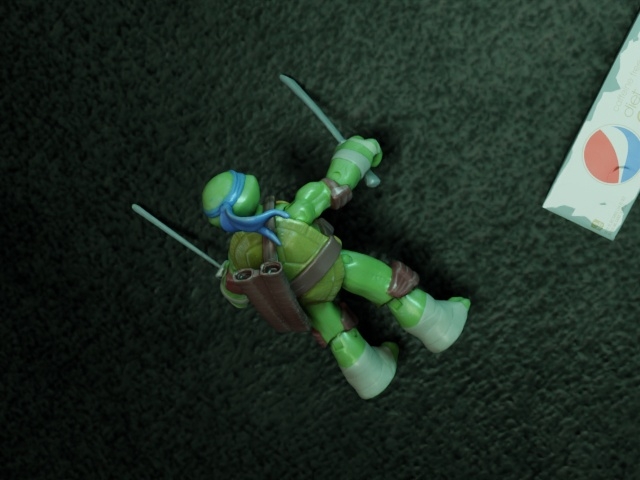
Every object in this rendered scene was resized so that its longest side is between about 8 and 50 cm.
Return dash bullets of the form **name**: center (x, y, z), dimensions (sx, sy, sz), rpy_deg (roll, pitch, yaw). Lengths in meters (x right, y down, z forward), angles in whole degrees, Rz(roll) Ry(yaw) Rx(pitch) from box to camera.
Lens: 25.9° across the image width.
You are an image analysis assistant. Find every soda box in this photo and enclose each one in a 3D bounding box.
- **soda box**: center (0.278, -0.112, 1.242), dimensions (0.074, 0.069, 0.216), rpy_deg (26, 106, 6)

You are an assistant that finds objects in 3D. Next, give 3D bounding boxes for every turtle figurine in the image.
- **turtle figurine**: center (0.000, 0.000, 1.308), dimensions (0.266, 0.275, 0.198), rpy_deg (44, 84, -19)
